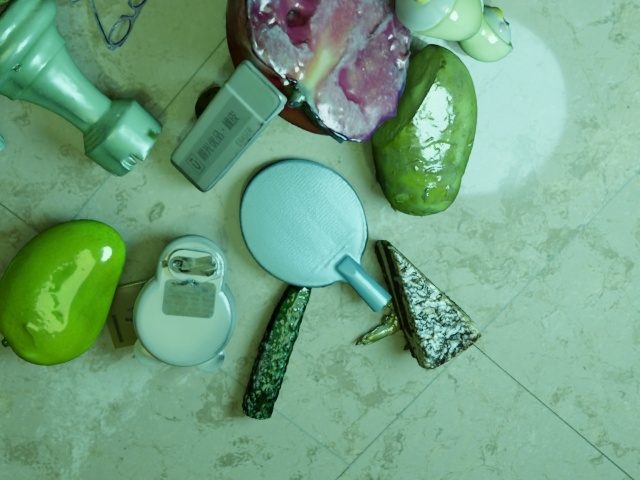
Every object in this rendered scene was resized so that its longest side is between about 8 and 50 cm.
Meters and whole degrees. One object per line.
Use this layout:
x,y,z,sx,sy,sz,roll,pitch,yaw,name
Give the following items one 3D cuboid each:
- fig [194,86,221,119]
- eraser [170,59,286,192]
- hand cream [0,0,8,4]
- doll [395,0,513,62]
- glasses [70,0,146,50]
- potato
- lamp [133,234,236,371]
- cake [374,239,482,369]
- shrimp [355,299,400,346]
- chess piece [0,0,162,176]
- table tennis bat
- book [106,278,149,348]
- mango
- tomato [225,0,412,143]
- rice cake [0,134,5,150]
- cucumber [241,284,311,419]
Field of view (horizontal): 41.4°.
-0.170,-0.213,1.426,0.074,0.074,0.088,-19,135,1,fig
-0.150,-0.170,1.330,0.089,0.061,0.352,44,142,-5,eraser
-0.640,-0.347,1.327,0.306,0.093,0.147,-38,91,6,hand cream
0.224,-0.366,1.352,0.296,0.141,0.117,10,128,-41,doll
-0.346,-0.392,1.375,0.104,0.062,0.140,32,103,9,glasses
0.175,-0.181,1.427,0.176,0.141,0.298,-7,113,-27,potato
-0.235,0.107,1.487,0.179,0.108,0.246,7,101,-13,lamp
0.199,0.095,1.537,0.135,0.112,0.246,-20,101,-11,cake
0.103,0.150,1.590,0.114,0.023,0.083,-32,105,-1,shrimp
-0.403,-0.236,1.348,0.299,0.194,0.194,40,100,-25,chess piece
0.000,0.000,1.503,0.215,0.044,0.329,-45,100,-3,table tennis bat
-0.308,0.127,1.548,0.172,0.012,0.118,-13,107,-1,book
-0.450,0.083,1.451,0.185,0.149,0.273,21,99,-4,mango
-0.009,-0.318,1.356,0.335,0.176,0.290,41,70,-25,tomato
-0.612,-0.203,1.361,0.124,0.038,0.211,-31,131,4,rice cake
-0.079,0.191,1.565,0.067,0.067,0.293,16,104,-10,cucumber
